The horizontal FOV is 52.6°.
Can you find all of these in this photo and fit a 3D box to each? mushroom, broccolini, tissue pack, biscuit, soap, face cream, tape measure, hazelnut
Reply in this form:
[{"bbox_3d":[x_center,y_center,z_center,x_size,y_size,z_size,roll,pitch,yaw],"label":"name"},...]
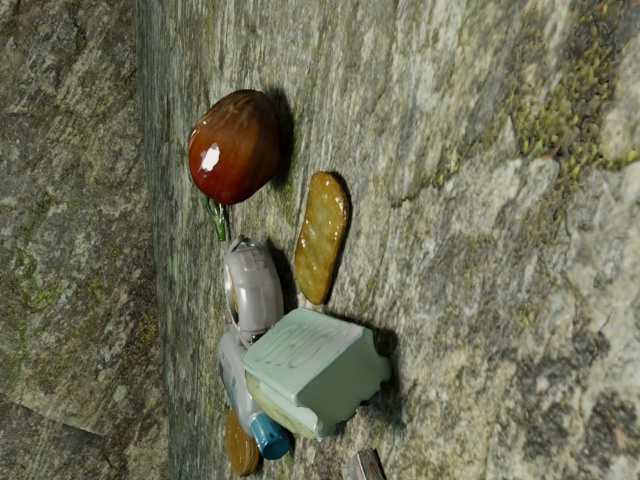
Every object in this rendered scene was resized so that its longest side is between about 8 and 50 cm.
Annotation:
[{"bbox_3d":[-0.060,0.294,1.196,0.333,0.087,0.107,19,135,60],"label":"mushroom"},{"bbox_3d":[-0.260,-0.099,1.636,0.091,0.068,0.202,-11,95,38],"label":"broccolini"},{"bbox_3d":[0.065,0.357,0.979,0.083,0.035,0.063,119,140,-50],"label":"tissue pack"},{"bbox_3d":[0.000,0.000,1.063,0.118,0.029,0.247,54,143,39],"label":"biscuit"},{"bbox_3d":[-0.183,0.481,1.577,0.170,0.050,0.170,-9,80,63],"label":"biscuit"},{"bbox_3d":[-0.015,0.182,0.967,0.094,0.150,0.261,61,160,-14],"label":"soap"},{"bbox_3d":[-0.152,0.342,1.424,0.336,0.080,0.162,-132,39,-55],"label":"face cream"},{"bbox_3d":[-0.133,0.112,1.280,0.197,0.120,0.235,-147,50,-69],"label":"tape measure"},{"bbox_3d":[-0.161,-0.182,1.214,0.212,0.181,0.180,-109,4,-52],"label":"hazelnut"}]
